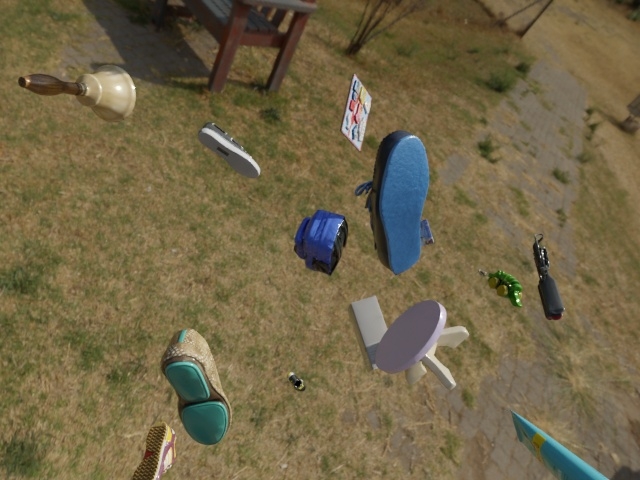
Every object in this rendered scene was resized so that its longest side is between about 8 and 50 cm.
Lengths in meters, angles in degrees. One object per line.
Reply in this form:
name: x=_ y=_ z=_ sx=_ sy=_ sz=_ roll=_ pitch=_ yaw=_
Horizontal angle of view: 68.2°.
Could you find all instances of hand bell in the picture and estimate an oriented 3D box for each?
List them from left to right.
hand bell: x=-0.502 y=-0.310 z=0.958 sx=0.126 sy=0.126 sz=0.242 roll=40 pitch=17 yaw=4

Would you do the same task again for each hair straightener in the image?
hair straightener: x=0.569 y=0.077 z=1.184 sx=0.047 sy=0.089 sz=0.231 roll=-4 pitch=60 yaw=16

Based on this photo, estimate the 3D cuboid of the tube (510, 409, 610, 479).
tube: x=0.358 y=0.329 z=0.676 sx=0.052 sy=0.080 sz=0.207 roll=-26 pitch=26 yaw=-15

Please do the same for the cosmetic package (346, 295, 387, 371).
cosmetic package: x=0.177 y=0.324 z=1.651 sx=0.107 sy=0.127 sz=0.238 roll=-18 pitch=73 yaw=-9

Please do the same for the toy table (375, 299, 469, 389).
toy table: x=0.317 y=0.326 z=1.452 sx=0.160 sy=0.274 sz=0.252 roll=35 pitch=31 yaw=-24

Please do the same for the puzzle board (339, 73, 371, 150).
puzzle board: x=0.078 y=-0.268 z=0.998 sx=0.096 sy=0.011 sz=0.128 roll=29 pitch=71 yaw=-57

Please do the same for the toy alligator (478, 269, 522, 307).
toy alligator: x=0.454 y=0.100 z=1.185 sx=0.056 sy=0.051 sz=0.190 roll=18 pitch=19 yaw=-18

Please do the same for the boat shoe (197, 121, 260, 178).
boat shoe: x=-0.172 y=-0.178 z=0.924 sx=0.142 sy=0.049 sz=0.040 roll=37 pitch=49 yaw=-26

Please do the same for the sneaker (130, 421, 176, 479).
sneaker: x=-0.379 y=0.528 z=1.106 sx=0.186 sy=0.069 sz=0.084 roll=-82 pitch=155 yaw=-47

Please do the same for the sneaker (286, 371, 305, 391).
sneaker: x=-0.060 y=0.377 z=1.236 sx=0.035 sy=0.031 sz=0.083 roll=32 pitch=-17 yaw=47

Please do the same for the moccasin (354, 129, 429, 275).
moccasin: x=0.134 y=-0.072 z=0.972 sx=0.137 sy=0.342 sz=0.117 roll=-22 pitch=44 yaw=-22

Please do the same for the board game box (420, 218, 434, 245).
board game box: x=0.354 y=-0.023 z=1.712 sx=0.090 sy=0.090 sz=0.020 roll=71 pitch=20 yaw=-5

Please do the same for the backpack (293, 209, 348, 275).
backpack: x=0.000 y=0.000 z=0.929 sx=0.101 sy=0.120 sz=0.098 roll=15 pitch=61 yaw=4

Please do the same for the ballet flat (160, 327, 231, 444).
ballet flat: x=-0.155 y=0.190 z=0.619 sx=0.073 sy=0.206 sz=0.067 roll=-2 pitch=41 yaw=-4
